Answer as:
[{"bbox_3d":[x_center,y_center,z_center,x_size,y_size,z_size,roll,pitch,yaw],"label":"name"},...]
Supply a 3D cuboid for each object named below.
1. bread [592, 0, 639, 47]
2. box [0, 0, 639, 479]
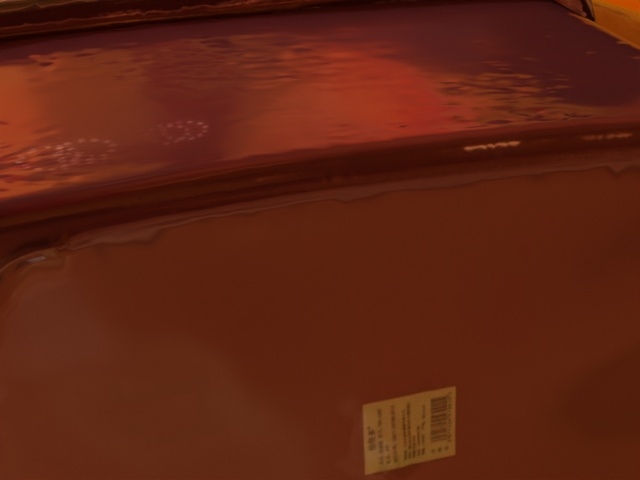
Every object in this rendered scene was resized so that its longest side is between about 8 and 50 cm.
[{"bbox_3d":[0.058,-0.081,0.935,0.142,0.305,0.091,-33,61,44],"label":"bread"},{"bbox_3d":[-0.008,0.027,0.564,0.167,0.294,0.193,-144,49,-62],"label":"box"}]
